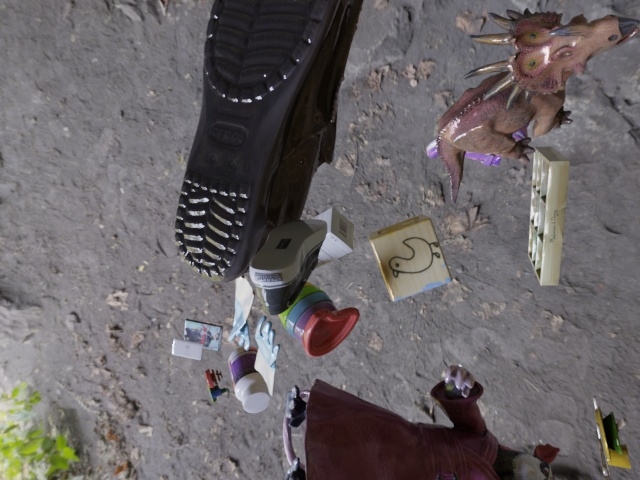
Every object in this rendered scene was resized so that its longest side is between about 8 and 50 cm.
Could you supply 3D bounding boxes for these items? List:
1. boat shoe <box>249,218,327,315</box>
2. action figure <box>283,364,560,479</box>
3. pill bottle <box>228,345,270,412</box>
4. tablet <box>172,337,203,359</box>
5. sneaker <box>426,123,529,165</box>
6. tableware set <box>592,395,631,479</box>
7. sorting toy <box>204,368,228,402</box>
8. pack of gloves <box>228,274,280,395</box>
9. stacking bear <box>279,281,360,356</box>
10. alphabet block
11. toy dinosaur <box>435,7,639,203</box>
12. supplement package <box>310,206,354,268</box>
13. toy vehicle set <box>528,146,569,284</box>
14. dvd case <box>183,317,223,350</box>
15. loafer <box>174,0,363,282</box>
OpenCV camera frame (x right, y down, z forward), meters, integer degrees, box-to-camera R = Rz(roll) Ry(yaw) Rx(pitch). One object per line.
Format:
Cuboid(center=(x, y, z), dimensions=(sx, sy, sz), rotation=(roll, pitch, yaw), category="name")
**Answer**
Cuboid(center=(-0.026, 0.016, 0.374), dimensions=(0.049, 0.142, 0.040), rotation=(1, 110, 14), category="boat shoe")
Cuboid(center=(0.135, 0.310, 0.563), dimensions=(0.371, 0.275, 0.248), rotation=(7, 62, -7), category="action figure")
Cuboid(center=(-0.210, 0.417, 1.287), dimensions=(0.108, 0.193, 0.108), rotation=(-9, 118, -17), category="pill bottle")
Cuboid(center=(-0.372, 0.304, 1.197), dimensions=(0.083, 0.006, 0.054), rotation=(12, 107, -2), category="tablet")
Cuboid(center=(0.368, -0.216, 0.985), dimensions=(0.237, 0.095, 0.104), rotation=(-13, 96, 11), category="sneaker")
Cuboid(center=(0.263, 0.209, 0.370), dimensions=(0.024, 0.154, 0.103), rotation=(-12, 86, 30), category="tableware set")
Cuboid(center=(-0.256, 0.359, 1.060), dimensions=(0.042, 0.101, 0.061), rotation=(-15, 38, -21), category="sorting toy")
Cuboid(center=(-0.155, 0.204, 0.908), dimensions=(0.046, 0.232, 0.195), rotation=(-18, 52, -28), category="pack of gloves")
Cuboid(center=(-0.057, 0.179, 1.234), dimensions=(0.289, 0.175, 0.164), rotation=(43, 116, 39), category="stacking bear")
Cuboid(center=(0.268, 0.046, 1.308), dimensions=(0.193, 0.193, 0.197), rotation=(-21, 94, 6), category="alphabet block")
Cuboid(center=(0.221, -0.170, 0.539), dimensions=(0.127, 0.200, 0.295), rotation=(57, 132, 18), category="toy dinosaur")
Cuboid(center=(0.000, 0.000, 1.280), dimensions=(0.179, 0.105, 0.105), rotation=(-27, 41, 33), category="supplement package")
Cuboid(center=(0.491, -0.058, 0.931), dimensions=(0.035, 0.166, 0.266), rotation=(0, 110, 17), category="toy vehicle set")
Cuboid(center=(-0.366, 0.295, 1.338), dimensions=(0.120, 0.013, 0.087), rotation=(11, 107, 1), category="dvd case")
Cuboid(center=(-0.045, -0.136, 0.445), dimensions=(0.134, 0.130, 0.365), rotation=(28, 103, 27), category="loafer")
